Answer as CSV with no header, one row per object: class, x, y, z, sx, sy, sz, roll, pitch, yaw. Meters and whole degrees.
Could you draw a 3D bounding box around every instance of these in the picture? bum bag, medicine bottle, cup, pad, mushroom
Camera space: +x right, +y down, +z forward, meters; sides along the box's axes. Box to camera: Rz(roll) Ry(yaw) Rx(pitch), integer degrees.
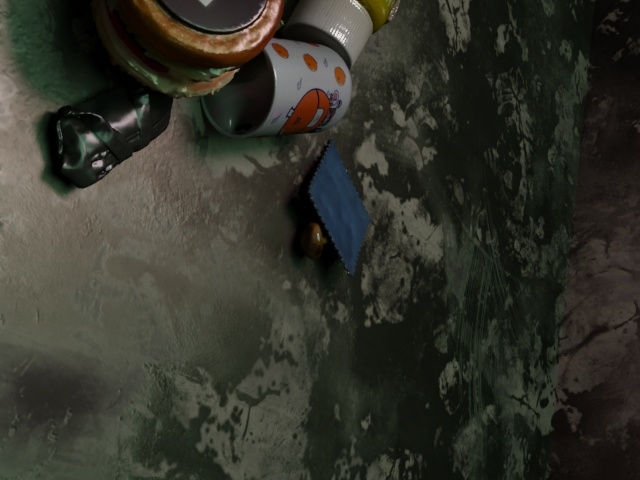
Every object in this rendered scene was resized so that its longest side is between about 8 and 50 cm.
bum bag,-0.371,-0.224,1.472,0.326,0.079,0.142,-50,128,-44
medicine bottle,0.073,-0.606,1.934,0.224,0.224,0.384,45,64,-40
cup,-0.081,-0.337,1.749,0.317,0.212,0.212,-14,98,-53
pad,0.051,-0.085,2.001,0.270,0.012,0.269,63,28,-26
mushroom,-0.011,0.003,1.923,0.129,0.072,0.088,8,67,-67

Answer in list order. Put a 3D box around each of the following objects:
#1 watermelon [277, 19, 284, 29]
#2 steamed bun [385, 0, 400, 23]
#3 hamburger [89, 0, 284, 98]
watermelon,-0.216,-0.512,1.648,0.301,0.129,0.123,30,59,-31
steamed bun,0.156,-0.682,2.162,0.175,0.106,0.145,40,57,-46
hamburger,-0.242,-0.435,1.447,0.330,0.250,0.330,8,72,-27
